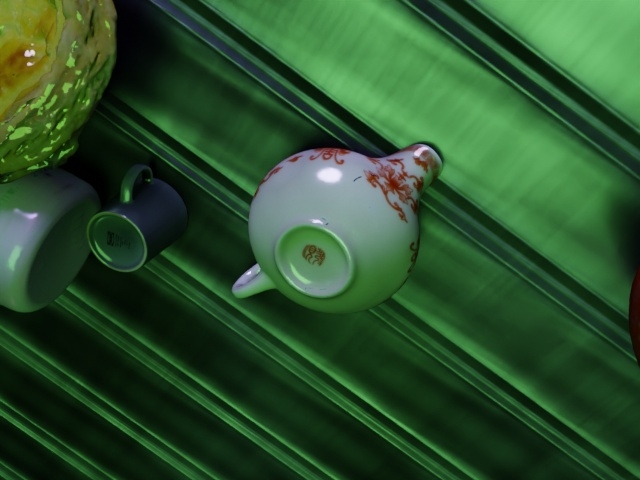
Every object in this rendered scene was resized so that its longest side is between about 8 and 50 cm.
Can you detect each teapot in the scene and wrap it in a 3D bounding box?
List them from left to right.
[{"bbox_3d":[0.000,0.000,0.600,0.245,0.116,0.159,-23,119,33],"label":"teapot"}]

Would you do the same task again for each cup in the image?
[{"bbox_3d":[-0.187,-0.025,0.654,0.078,0.077,0.100,9,119,13],"label":"cup"}]

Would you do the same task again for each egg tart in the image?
[{"bbox_3d":[-0.295,-0.184,0.570,0.278,0.095,0.279,1,97,12],"label":"egg tart"}]

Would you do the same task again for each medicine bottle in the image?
[{"bbox_3d":[-0.371,-0.042,0.661,0.254,0.152,0.152,25,122,2],"label":"medicine bottle"}]

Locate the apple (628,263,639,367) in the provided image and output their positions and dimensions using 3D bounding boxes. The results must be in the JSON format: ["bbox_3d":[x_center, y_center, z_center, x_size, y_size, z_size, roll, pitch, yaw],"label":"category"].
[{"bbox_3d":[0.333,0.059,0.446,0.218,0.218,0.201,-25,115,28],"label":"apple"}]
